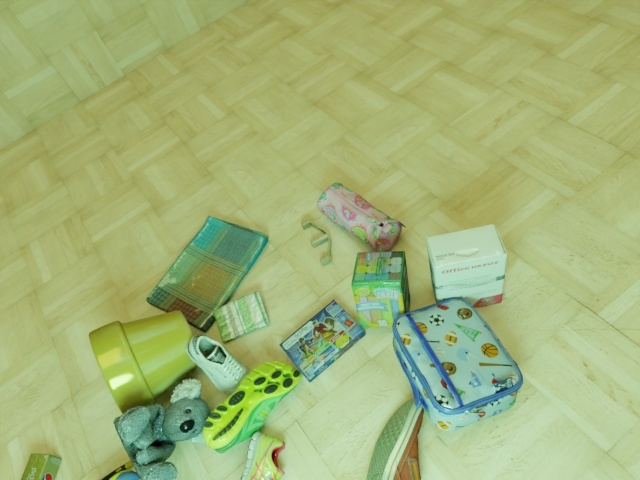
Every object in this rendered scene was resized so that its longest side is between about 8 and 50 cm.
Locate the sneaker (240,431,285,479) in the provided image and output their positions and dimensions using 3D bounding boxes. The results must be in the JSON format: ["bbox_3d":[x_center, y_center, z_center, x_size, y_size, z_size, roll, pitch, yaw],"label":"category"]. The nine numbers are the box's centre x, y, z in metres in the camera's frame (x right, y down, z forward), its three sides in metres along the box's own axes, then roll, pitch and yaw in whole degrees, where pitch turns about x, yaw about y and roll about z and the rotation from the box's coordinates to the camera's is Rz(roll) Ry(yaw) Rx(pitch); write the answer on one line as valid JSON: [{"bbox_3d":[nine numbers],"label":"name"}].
[{"bbox_3d":[-0.133,0.561,1.173,0.094,0.081,0.208,3,57,10],"label":"sneaker"}]

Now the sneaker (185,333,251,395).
[{"bbox_3d":[-0.249,0.333,1.303,0.235,0.095,0.090,40,56,-10],"label":"sneaker"}]

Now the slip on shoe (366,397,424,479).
[{"bbox_3d":[0.175,0.511,1.110,0.101,0.123,0.331,30,54,-7],"label":"slip on shoe"}]

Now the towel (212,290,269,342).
[{"bbox_3d":[-0.235,0.226,1.477,0.152,0.023,0.113,-24,62,1],"label":"towel"}]

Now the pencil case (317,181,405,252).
[{"bbox_3d":[0.120,-0.073,1.538,0.124,0.124,0.284,-41,53,-14],"label":"pencil case"}]

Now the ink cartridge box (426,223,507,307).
[{"bbox_3d":[0.371,0.078,1.273,0.172,0.237,0.100,-12,52,8],"label":"ink cartridge box"}]

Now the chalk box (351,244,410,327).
[{"bbox_3d":[0.159,0.113,1.312,0.132,0.213,0.132,-3,36,17],"label":"chalk box"}]

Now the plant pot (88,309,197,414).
[{"bbox_3d":[-0.464,0.315,1.366,0.239,0.254,0.254,-24,50,-21],"label":"plant pot"}]

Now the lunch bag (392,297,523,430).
[{"bbox_3d":[0.311,0.290,1.183,0.243,0.115,0.303,-14,43,-12],"label":"lunch bag"}]

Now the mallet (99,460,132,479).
[{"bbox_3d":[-0.496,0.590,1.294,0.190,0.039,0.062,-39,56,-7],"label":"mallet"}]

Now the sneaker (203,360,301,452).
[{"bbox_3d":[-0.174,0.418,1.272,0.109,0.123,0.295,37,53,27],"label":"sneaker"}]

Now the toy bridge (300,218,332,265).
[{"bbox_3d":[0.000,0.000,1.579,0.063,0.026,0.188,-26,52,-4],"label":"toy bridge"}]

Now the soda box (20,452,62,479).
[{"bbox_3d":[-0.751,0.658,1.303,0.061,0.058,0.181,-4,53,14],"label":"soda box"}]

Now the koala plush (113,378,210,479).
[{"bbox_3d":[-0.374,0.460,1.237,0.221,0.203,0.196,-26,93,-30],"label":"koala plush"}]

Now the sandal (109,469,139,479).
[{"bbox_3d":[-0.472,0.706,1.152,0.138,0.126,0.317,1,63,13],"label":"sandal"}]

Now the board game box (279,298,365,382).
[{"bbox_3d":[0.005,0.272,1.371,0.201,0.035,0.136,-38,53,-12],"label":"board game box"}]

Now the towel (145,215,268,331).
[{"bbox_3d":[-0.364,0.090,1.616,0.271,0.040,0.370,19,62,29],"label":"towel"}]
